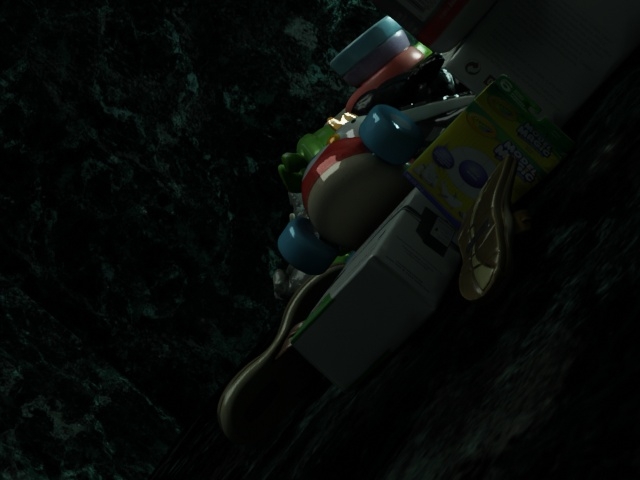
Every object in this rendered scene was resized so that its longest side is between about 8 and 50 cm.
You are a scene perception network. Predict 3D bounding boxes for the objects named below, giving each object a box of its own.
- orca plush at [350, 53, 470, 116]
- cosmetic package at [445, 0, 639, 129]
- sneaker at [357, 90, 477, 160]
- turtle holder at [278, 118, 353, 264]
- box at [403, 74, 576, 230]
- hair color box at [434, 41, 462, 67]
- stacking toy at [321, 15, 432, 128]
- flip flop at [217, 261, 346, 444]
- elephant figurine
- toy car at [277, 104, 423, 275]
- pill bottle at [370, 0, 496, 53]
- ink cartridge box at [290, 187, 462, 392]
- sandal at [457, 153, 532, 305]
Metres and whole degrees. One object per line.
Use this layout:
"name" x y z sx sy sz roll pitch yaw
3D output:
"orca plush" 0.183 -0.219 1.526 0.102 0.287 0.151 82 -169 -49
"cosmetic package" 0.330 -0.313 1.175 0.385 0.156 0.217 -48 2 30
"sneaker" 0.184 -0.140 1.459 0.283 0.124 0.107 -11 8 15
"turtle holder" 0.086 -0.074 1.688 0.227 0.243 0.320 -30 -32 -6
"box" 0.168 -0.082 1.053 0.043 0.105 0.179 -43 -3 -36
"hair color box" 0.283 -0.327 1.821 0.174 0.105 0.347 -25 37 57
"stacking toy" 0.103 -0.328 1.756 0.309 0.130 0.279 -41 4 -32
"flip flop" -0.021 0.147 1.332 0.277 0.112 0.080 -48 26 -21
"elephant figurine" 0.000 0.000 1.903 0.169 0.186 0.239 56 -137 -73
"toy car" 0.053 -0.094 1.327 0.219 0.210 0.238 -54 36 25
"pill bottle" 0.066 -0.401 1.191 0.210 0.363 0.210 -51 4 5
"ink cartridge box" 0.073 0.043 1.121 0.153 0.087 0.208 -48 1 31
"sandal" 0.152 -0.004 0.875 0.072 0.049 0.180 -56 12 35
